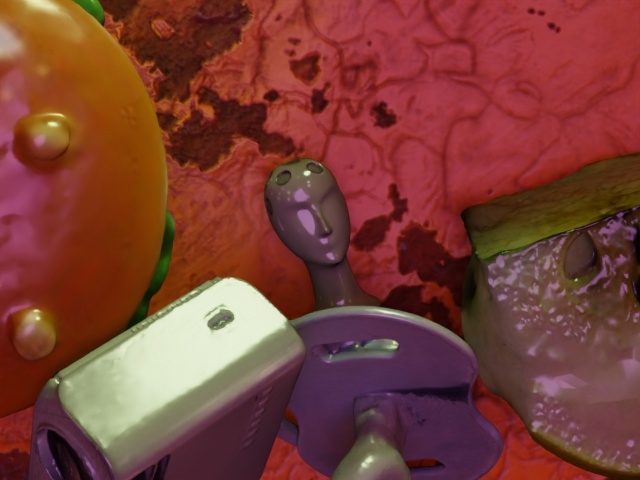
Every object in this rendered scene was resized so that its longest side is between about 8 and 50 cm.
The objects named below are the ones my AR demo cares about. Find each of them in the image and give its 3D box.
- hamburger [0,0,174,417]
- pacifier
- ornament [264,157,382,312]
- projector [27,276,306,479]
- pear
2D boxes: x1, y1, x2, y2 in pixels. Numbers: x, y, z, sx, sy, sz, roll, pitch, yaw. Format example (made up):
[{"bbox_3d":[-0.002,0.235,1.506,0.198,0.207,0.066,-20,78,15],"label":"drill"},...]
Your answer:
[{"bbox_3d":[-0.297,-0.047,1.018,0.395,0.277,0.396,-2,99,-11],"label":"hamburger"},{"bbox_3d":[0.038,0.183,1.113,0.227,0.207,0.279,-9,135,15],"label":"pacifier"},{"bbox_3d":[0.000,0.000,1.161,0.075,0.081,0.156,-21,104,-11],"label":"ornament"},{"bbox_3d":[-0.136,0.166,1.038,0.108,0.250,0.198,43,53,19],"label":"projector"},{"bbox_3d":[0.275,0.074,1.140,0.286,0.176,0.282,-20,103,3],"label":"pear"}]
